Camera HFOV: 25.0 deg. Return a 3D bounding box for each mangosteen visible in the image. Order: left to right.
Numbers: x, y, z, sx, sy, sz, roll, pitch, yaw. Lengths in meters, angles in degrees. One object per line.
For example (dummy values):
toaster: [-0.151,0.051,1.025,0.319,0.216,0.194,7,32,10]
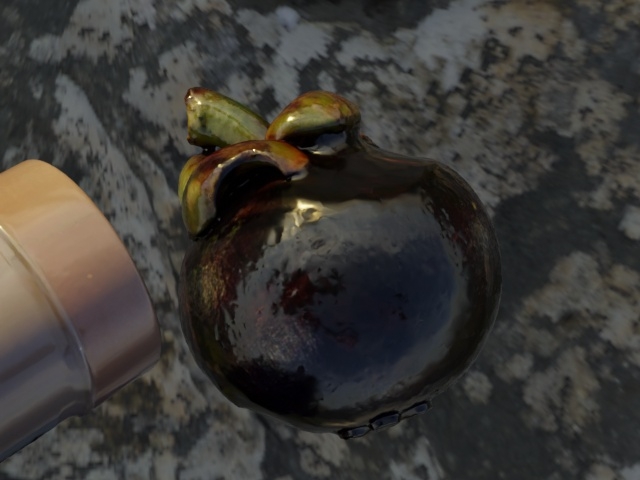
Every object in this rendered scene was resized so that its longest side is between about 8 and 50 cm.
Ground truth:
mangosteen: [0.000,0.000,0.840,0.194,0.194,0.230,-25,84,-2]

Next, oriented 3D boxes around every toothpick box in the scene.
toothpick box: [-0.147,0.046,0.541,0.149,0.098,0.098,-33,108,-27]
